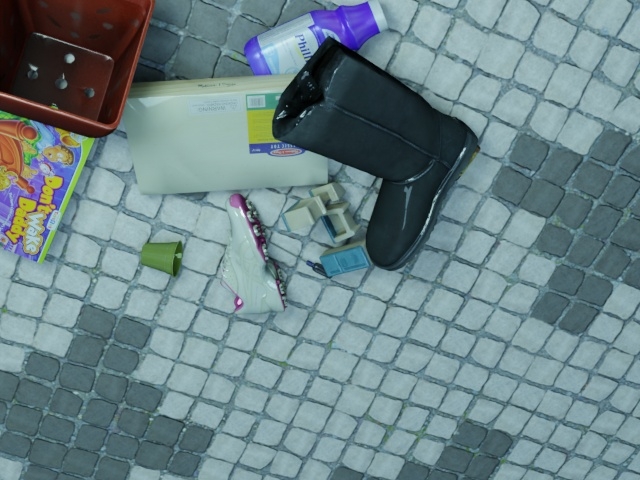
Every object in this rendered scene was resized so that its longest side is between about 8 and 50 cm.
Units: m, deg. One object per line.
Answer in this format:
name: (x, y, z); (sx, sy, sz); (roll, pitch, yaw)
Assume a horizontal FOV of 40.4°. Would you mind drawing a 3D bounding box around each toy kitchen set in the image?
toy kitchen set: (0.000, 0.000, 1.884); (0.122, 0.166, 0.207); (-16, 107, 36)

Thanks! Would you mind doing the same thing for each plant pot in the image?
plant pot: (-0.355, 0.035, 1.928); (0.079, 0.083, 0.083); (9, 116, 5)
plant pot: (-0.477, -0.329, 1.606); (0.267, 0.236, 0.267); (16, 76, -13)

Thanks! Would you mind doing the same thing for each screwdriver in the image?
screwdriver: (-0.044, 0.041, 1.992); (0.170, 0.025, 0.024); (30, 111, -9)

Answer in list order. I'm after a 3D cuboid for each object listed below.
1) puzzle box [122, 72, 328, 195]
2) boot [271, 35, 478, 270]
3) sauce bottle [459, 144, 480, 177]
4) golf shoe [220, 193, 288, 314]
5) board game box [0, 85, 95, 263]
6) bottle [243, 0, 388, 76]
puzzle box: (-0.184, -0.212, 1.774); (0.408, 0.052, 0.272); (-4, 139, -4)
boot: (0.081, -0.150, 1.722); (0.445, 0.146, 0.367); (19, 101, -48)
sauce bottle: (0.300, -0.161, 1.905); (0.042, 0.042, 0.128); (26, 111, -17)
golf shoe: (-0.172, 0.044, 1.927); (0.140, 0.115, 0.306); (-15, 116, 6)
board game box: (-0.623, -0.149, 1.801); (0.233, 0.078, 0.347); (23, 112, -16)
bottle: (-0.006, -0.395, 1.728); (0.282, 0.092, 0.118); (-22, 123, 5)
